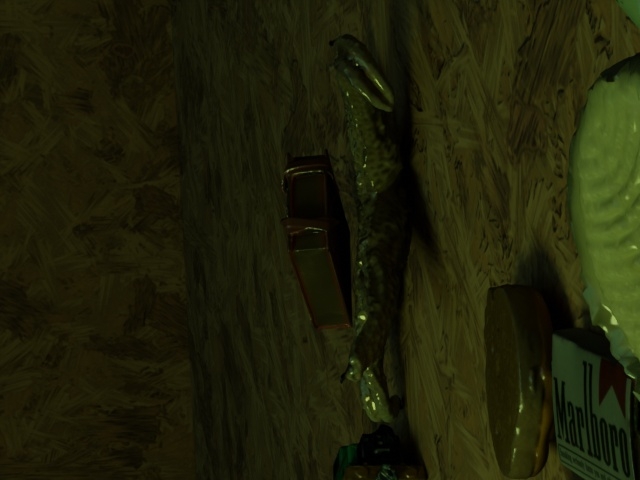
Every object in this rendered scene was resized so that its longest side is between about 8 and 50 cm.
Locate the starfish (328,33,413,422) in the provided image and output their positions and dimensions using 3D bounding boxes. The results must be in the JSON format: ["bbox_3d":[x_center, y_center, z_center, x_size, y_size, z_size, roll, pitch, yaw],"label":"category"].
[{"bbox_3d":[0.055,0.003,2.047,0.324,0.082,0.432,-86,-5,-84],"label":"starfish"}]

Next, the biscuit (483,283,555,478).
[{"bbox_3d":[0.176,0.113,1.694,0.170,0.050,0.170,178,90,-84],"label":"biscuit"}]

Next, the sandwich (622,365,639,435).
[{"bbox_3d":[0.237,0.014,1.313,0.159,0.079,0.235,170,96,-88],"label":"sandwich"}]

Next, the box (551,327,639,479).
[{"bbox_3d":[0.222,0.136,1.520,0.177,0.036,0.115,-156,60,-76],"label":"box"}]

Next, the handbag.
[{"bbox_3d":[0.000,0.000,2.163,0.190,0.063,0.127,72,-165,-58],"label":"handbag"}]

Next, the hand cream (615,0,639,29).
[{"bbox_3d":[0.234,-0.163,1.224,0.306,0.093,0.147,-122,27,-43],"label":"hand cream"}]

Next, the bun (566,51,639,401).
[{"bbox_3d":[0.246,0.001,1.063,0.259,0.152,0.259,162,90,-72],"label":"bun"}]

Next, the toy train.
[{"bbox_3d":[0.057,0.281,2.233,0.227,0.091,0.136,103,165,-58],"label":"toy train"}]
